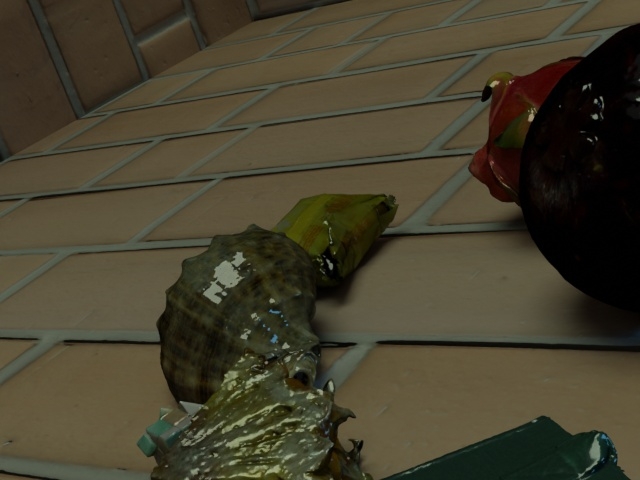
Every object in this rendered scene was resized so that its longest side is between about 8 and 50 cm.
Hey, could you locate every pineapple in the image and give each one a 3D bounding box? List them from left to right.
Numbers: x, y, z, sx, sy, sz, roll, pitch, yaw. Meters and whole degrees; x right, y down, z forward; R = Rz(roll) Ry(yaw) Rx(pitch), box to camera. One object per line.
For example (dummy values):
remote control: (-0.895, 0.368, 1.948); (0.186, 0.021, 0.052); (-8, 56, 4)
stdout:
pineapple: (-0.052, 0.197, 0.990); (0.186, 0.114, 0.236); (-20, 23, -3)

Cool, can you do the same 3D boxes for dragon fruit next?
dragon fruit: (0.307, -0.119, 1.362); (0.224, 0.224, 0.227); (-29, 20, -25)

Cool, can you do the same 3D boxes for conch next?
conch: (-0.095, 0.077, 1.268); (0.210, 0.159, 0.291); (-21, 22, -10)

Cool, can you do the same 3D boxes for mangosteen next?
mangosteen: (0.348, -0.064, 1.088); (0.297, 0.293, 0.297); (-45, 21, 22)

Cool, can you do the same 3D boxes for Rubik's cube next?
Rubik's cube: (-0.134, 0.198, 1.114); (0.084, 0.073, 0.075); (-4, 26, 40)

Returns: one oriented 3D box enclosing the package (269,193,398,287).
package: (0.000, 0.000, 1.482); (0.168, 0.090, 0.226); (-2, 29, 32)

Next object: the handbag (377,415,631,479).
handbag: (0.144, 0.240, 0.739); (0.238, 0.089, 0.326); (-22, 21, -13)
